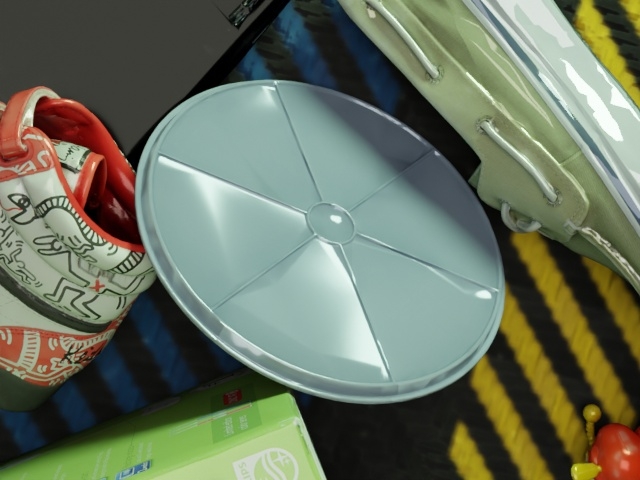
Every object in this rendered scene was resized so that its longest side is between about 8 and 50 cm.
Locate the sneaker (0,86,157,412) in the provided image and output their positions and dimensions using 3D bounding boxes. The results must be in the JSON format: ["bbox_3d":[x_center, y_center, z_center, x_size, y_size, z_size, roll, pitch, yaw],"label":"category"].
[{"bbox_3d":[-0.199,-0.044,0.735,0.270,0.090,0.145,41,118,-10],"label":"sneaker"}]

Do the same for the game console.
[{"bbox_3d":[-0.180,-0.212,0.778,0.361,0.044,0.213,42,89,-4],"label":"game console"}]

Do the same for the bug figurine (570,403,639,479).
[{"bbox_3d":[0.249,0.202,0.812,0.216,0.072,0.279,-7,88,-10],"label":"bug figurine"}]

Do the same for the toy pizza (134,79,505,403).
[{"bbox_3d":[0.000,0.000,0.756,0.201,0.032,0.201,14,48,-17],"label":"toy pizza"}]

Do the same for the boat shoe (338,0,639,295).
[{"bbox_3d":[0.123,-0.052,0.789,0.094,0.109,0.302,-38,85,13],"label":"boat shoe"}]

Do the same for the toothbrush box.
[{"bbox_3d":[-0.126,0.170,0.717,0.283,0.206,0.122,-20,94,-4],"label":"toothbrush box"}]
